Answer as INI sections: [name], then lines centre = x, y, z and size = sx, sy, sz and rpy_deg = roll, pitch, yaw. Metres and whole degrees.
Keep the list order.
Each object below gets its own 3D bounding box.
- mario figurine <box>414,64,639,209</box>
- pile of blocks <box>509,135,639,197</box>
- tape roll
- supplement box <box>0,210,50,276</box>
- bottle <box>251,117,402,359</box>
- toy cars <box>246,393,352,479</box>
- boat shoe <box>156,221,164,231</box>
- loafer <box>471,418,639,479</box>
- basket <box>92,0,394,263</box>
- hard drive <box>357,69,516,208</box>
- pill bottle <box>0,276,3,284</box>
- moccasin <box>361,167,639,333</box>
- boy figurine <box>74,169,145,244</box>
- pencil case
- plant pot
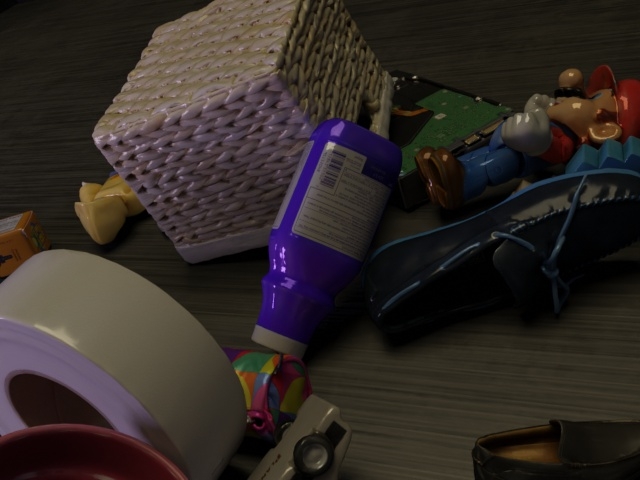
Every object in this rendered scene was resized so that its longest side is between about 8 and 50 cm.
[mario figurine]
centre = 0.285, -0.160, 1.069
size = 0.321, 0.170, 0.198
rpy_deg = -20, 45, -5
[pile of blocks]
centre = 0.402, -0.092, 0.944
size = 0.363, 0.148, 0.112
rpy_deg = -5, 34, 21
[tape roll]
centre = -0.215, 0.149, 0.777
size = 0.286, 0.286, 0.100
rpy_deg = 3, 37, 31
[supplement box]
centre = -0.589, 0.026, 1.353
size = 0.234, 0.078, 0.080
rpy_deg = -14, 29, 7
[bottle]
centre = 0.000, 0.000, 0.950
size = 0.282, 0.118, 0.092
rpy_deg = -69, 19, -5
[toy cars]
centre = -0.056, 0.299, 0.642
size = 0.176, 0.087, 0.393
rpy_deg = -42, 13, 38
[boat shoe]
centre = -0.239, -0.100, 1.355
size = 0.079, 0.081, 0.227
rpy_deg = -10, 32, 14
[loafer]
centre = 0.217, 0.186, 0.698
size = 0.170, 0.061, 0.062
rpy_deg = -16, 31, 3
[basket]
centre = -0.101, -0.188, 1.171
size = 0.332, 0.266, 0.328
rpy_deg = -15, 40, 27
[hard drive]
centre = 0.133, -0.177, 1.296
size = 0.237, 0.064, 0.339
rpy_deg = -30, 33, -18
[pill bottle]
centre = -0.466, 0.094, 0.999
size = 0.146, 0.264, 0.146
rpy_deg = -10, 32, 6
[moccasin]
centre = 0.216, 0.033, 0.897
size = 0.342, 0.137, 0.116
rpy_deg = -24, 33, 19
[boy figurine]
centre = -0.355, -0.093, 1.401
size = 0.177, 0.092, 0.285
rpy_deg = -4, 32, 18
[pencil case]
centre = -0.123, 0.164, 0.876
size = 0.237, 0.104, 0.104
rpy_deg = 0, 36, 32
[plant pot]
centre = -0.207, 0.280, 0.630
size = 0.202, 0.180, 0.201
rpy_deg = 16, 25, -8
